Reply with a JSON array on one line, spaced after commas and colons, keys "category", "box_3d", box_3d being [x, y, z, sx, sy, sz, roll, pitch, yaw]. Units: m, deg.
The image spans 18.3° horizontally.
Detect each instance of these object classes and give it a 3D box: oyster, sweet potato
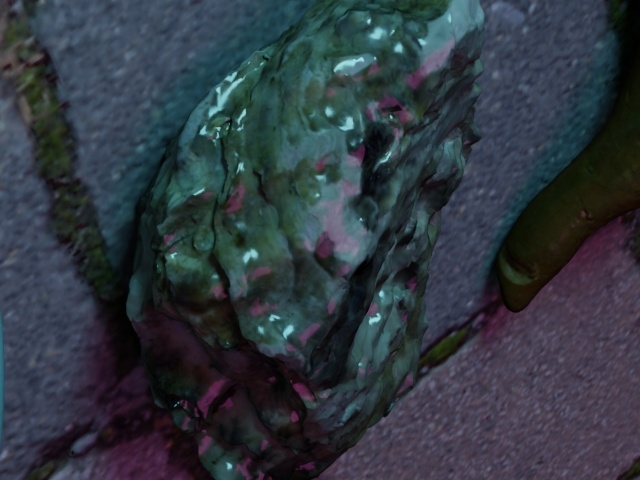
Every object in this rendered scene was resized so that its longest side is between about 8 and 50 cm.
[{"category": "oyster", "box_3d": [0.000, 0.000, 0.965, 0.198, 0.112, 0.267, -27, 133, -28]}, {"category": "sweet potato", "box_3d": [0.192, -0.105, 1.108, 0.108, 0.079, 0.346, 9, 118, -18]}]

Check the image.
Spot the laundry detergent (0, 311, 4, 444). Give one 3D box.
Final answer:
[{"category": "laundry detergent", "box_3d": [-0.267, 0.042, 0.579, 0.305, 0.287, 0.287, 8, 114, -49]}]
